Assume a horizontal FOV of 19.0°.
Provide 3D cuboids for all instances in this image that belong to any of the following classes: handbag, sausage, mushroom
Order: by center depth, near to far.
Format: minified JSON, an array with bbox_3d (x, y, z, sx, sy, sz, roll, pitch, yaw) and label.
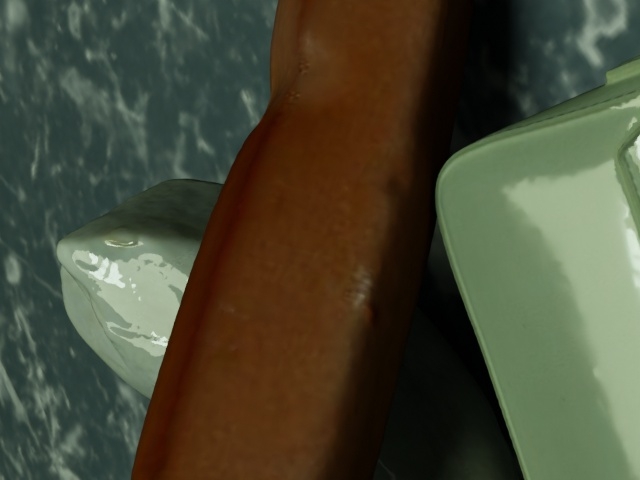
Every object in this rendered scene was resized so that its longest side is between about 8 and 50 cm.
[{"bbox_3d":[0.167,0.046,0.700,0.219,0.079,0.256,-19,89,42],"label":"handbag"},{"bbox_3d":[0.000,0.000,0.771,0.097,0.094,0.348,127,160,-77],"label":"sausage"},{"bbox_3d":[0.008,0.068,0.854,0.270,0.118,0.103,37,147,24],"label":"mushroom"}]
